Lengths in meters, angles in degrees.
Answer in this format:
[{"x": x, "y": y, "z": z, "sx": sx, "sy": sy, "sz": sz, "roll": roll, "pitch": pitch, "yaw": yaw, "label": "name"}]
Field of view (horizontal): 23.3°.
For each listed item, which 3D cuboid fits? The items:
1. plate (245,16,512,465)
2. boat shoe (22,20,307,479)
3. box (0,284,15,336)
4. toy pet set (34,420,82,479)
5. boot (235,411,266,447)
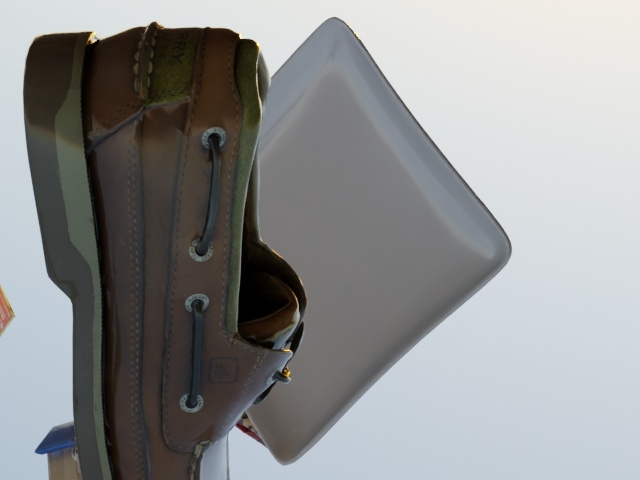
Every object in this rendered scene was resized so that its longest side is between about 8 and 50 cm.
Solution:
[{"x": 0.000, "y": 0.000, "z": 1.306, "sx": 0.045, "sy": 0.278, "sz": 0.277, "roll": 12, "pitch": -142, "yaw": -55, "label": "plate"}, {"x": -0.058, "y": 0.047, "z": 0.720, "sx": 0.104, "sy": 0.307, "sz": 0.111, "roll": -4, "pitch": -144, "yaw": 3, "label": "boat shoe"}, {"x": -0.406, "y": 0.123, "z": 1.621, "sx": 0.058, "sy": 0.087, "sz": 0.232, "roll": -1, "pitch": -144, "yaw": 23, "label": "box"}, {"x": -0.189, "y": 0.188, "z": 1.409, "sx": 0.114, "sy": 0.065, "sz": 0.122, "roll": -18, "pitch": 156, "yaw": 23, "label": "toy pet set"}, {"x": -0.056, "y": 0.097, "z": 1.584, "sx": 0.236, "sy": 0.178, "sz": 0.085, "roll": 32, "pitch": 168, "yaw": 43, "label": "boot"}]
